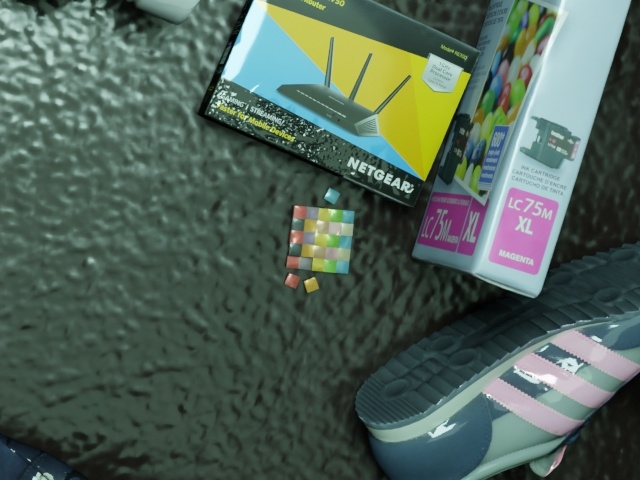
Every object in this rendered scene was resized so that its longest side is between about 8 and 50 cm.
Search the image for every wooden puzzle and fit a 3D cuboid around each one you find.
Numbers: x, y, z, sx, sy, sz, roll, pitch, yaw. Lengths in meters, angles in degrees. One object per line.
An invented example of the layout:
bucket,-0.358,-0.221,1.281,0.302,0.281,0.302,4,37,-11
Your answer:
wooden puzzle,0.000,0.000,1.446,0.049,0.006,0.083,6,93,-13

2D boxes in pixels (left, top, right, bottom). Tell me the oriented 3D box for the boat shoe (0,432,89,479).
boat shoe,-0.295,0.286,1.354,0.158,0.127,0.340,41,77,-7

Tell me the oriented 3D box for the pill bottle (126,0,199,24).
pill bottle,-0.217,-0.283,1.280,0.334,0.188,0.188,25,89,-14

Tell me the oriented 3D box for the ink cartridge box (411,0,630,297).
ink cartridge box,0.157,-0.120,1.380,0.065,0.186,0.311,20,90,-12

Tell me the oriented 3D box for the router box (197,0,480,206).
router box,0.014,-0.121,1.419,0.179,0.046,0.133,23,89,-14

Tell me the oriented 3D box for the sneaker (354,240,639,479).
sneaker,0.185,0.108,1.461,0.319,0.112,0.131,-25,117,-7
